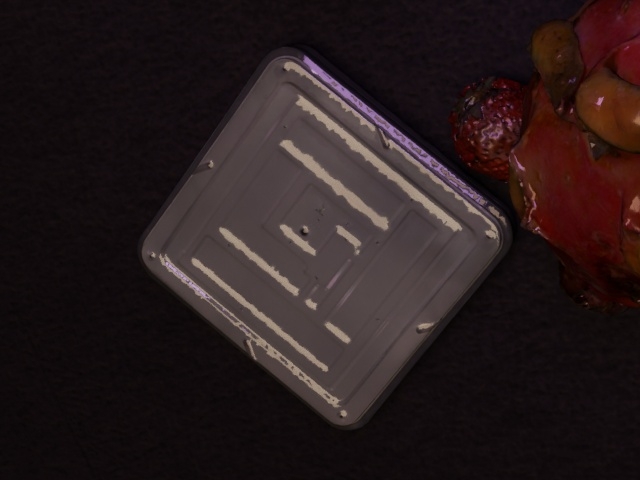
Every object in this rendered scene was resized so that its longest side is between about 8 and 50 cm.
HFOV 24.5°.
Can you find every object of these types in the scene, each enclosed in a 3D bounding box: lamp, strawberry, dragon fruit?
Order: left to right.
[{"bbox_3d":[0.000,0.000,1.310,0.269,0.047,0.266,39,114,5],"label":"lamp"},{"bbox_3d":[0.151,-0.085,1.210,0.083,0.083,0.096,-22,111,25],"label":"strawberry"},{"bbox_3d":[0.279,-0.065,1.039,0.296,0.263,0.314,-9,106,8],"label":"dragon fruit"}]
